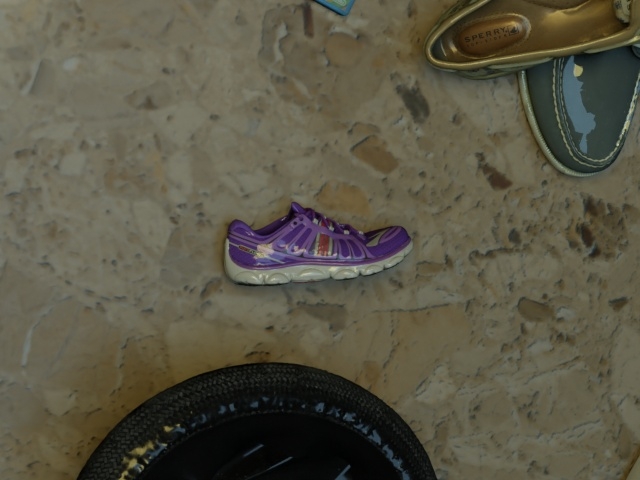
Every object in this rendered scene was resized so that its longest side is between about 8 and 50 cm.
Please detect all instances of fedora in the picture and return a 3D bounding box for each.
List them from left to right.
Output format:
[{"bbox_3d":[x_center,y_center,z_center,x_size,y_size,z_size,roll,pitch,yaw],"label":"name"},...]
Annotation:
[{"bbox_3d":[-0.067,0.256,1.336,0.334,0.152,0.334,3,83,-22],"label":"fedora"}]

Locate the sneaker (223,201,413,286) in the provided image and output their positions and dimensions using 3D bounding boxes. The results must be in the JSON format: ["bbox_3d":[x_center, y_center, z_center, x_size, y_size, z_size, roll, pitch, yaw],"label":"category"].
[{"bbox_3d":[0.000,0.000,1.376,0.169,0.068,0.071,-4,94,-17],"label":"sneaker"}]

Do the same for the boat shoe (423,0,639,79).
[{"bbox_3d":[0.225,-0.200,1.329,0.285,0.089,0.105,-23,93,22],"label":"boat shoe"}]

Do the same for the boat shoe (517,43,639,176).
[{"bbox_3d":[0.250,-0.212,1.403,0.116,0.099,0.320,1,98,-19],"label":"boat shoe"}]

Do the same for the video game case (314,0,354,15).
[{"bbox_3d":[0.007,-0.294,1.356,0.119,0.015,0.166,26,90,-20],"label":"video game case"}]

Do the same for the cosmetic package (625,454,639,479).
[{"bbox_3d":[0.347,0.430,1.540,0.284,0.097,0.377,30,89,-20],"label":"cosmetic package"}]
